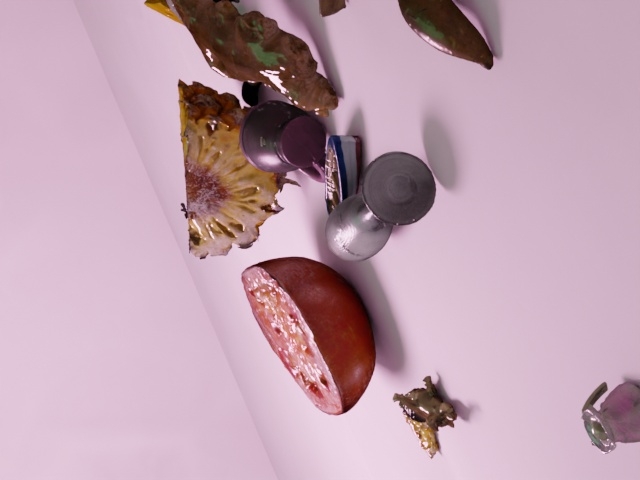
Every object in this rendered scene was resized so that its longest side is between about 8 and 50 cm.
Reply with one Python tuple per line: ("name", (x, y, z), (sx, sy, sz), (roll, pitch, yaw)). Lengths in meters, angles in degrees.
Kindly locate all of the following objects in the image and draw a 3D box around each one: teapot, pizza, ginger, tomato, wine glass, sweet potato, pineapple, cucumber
("teapot", (-0.048, -0.145, 1.905), (0.146, 0.116, 0.148), (19, 129, 62))
("pizza", (0.165, 0.305, 2.056), (0.123, 0.026, 0.109), (59, 163, 24))
("ginger", (-0.111, -0.282, 1.790), (0.333, 0.080, 0.166), (29, 143, 26))
("tomato", (0.000, 0.150, 2.157), (0.338, 0.143, 0.338), (54, 164, 24))
("wine glass", (0.000, 0.000, 1.653), (0.096, 0.264, 0.309), (61, 166, 5))
("sweet potato", (0.101, -0.276, 1.264), (0.069, 0.059, 0.250), (-40, 71, 55))
("pineapple", (-0.150, -0.177, 2.175), (0.286, 0.208, 0.344), (-98, 8, -47))
("teapot", (0.305, 0.182, 1.264), (0.083, 0.064, 0.064), (47, 156, 52))
("cucumber", (-0.125, -0.261, 2.141), (0.033, 0.034, 0.135), (58, 165, 10))

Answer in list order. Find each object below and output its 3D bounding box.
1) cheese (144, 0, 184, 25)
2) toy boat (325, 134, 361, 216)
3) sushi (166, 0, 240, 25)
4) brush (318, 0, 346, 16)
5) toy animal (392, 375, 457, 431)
("cheese", (-0.196, -0.387, 2.113), (0.171, 0.126, 0.093), (51, 167, -26))
("toy boat", (0.031, -0.097, 1.814), (0.229, 0.045, 0.080), (95, 161, -61))
("sushi", (-0.186, -0.424, 1.930), (0.147, 0.115, 0.212), (64, 166, 15))
("brush", (0.011, -0.364, 1.458), (0.248, 0.043, 0.036), (85, 162, -51))
("toy animal", (0.169, 0.256, 1.888), (0.086, 0.069, 0.220), (45, 174, -9))
